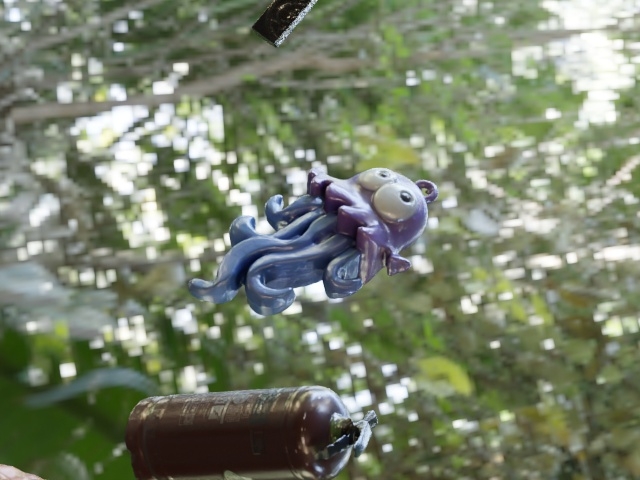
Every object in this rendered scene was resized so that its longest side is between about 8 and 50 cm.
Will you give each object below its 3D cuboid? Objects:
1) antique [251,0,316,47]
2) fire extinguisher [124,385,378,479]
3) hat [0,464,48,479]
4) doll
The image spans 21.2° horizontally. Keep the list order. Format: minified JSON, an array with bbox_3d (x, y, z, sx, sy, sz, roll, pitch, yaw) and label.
[{"bbox_3d":[0.009,-0.256,1.560,0.031,0.015,0.192,35,-99,23],"label":"antique"},{"bbox_3d":[-0.074,0.235,2.012,0.337,0.135,0.114,-8,-76,32],"label":"fire extinguisher"},{"bbox_3d":[-0.158,0.286,0.903,0.400,0.285,0.285,24,-65,60],"label":"hat"},{"bbox_3d":[0.000,0.000,1.221,0.110,0.206,0.067,49,-27,30],"label":"doll"}]
